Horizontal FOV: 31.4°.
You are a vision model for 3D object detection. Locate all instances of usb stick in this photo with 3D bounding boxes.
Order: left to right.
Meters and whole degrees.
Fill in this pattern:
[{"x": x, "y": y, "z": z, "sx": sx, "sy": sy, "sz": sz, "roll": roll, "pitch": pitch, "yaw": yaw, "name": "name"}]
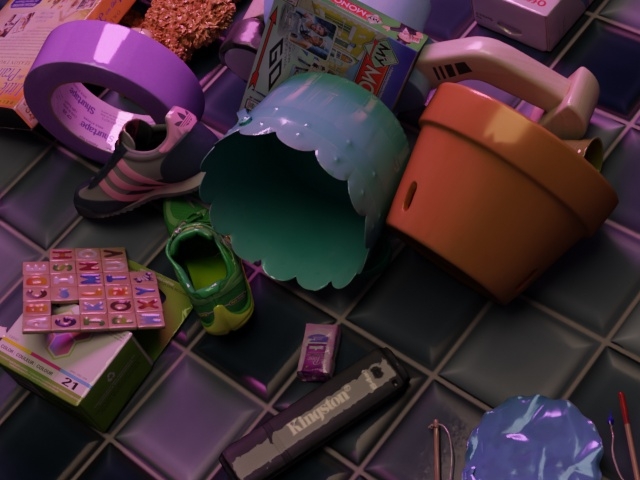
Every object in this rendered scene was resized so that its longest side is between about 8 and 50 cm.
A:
[{"x": -0.008, "y": 0.242, "z": 1.540, "sx": 0.278, "sy": 0.045, "sz": 0.077, "roll": -33, "pitch": 53, "yaw": -7, "name": "usb stick"}]

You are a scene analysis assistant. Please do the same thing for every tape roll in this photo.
[{"x": -0.327, "y": -0.225, "z": 1.812, "sx": 0.275, "sy": 0.275, "sz": 0.090, "roll": 6, "pitch": 59, "yaw": 20, "name": "tape roll"}]

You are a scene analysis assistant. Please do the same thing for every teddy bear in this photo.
[{"x": -0.256, "y": -0.401, "z": 2.015, "sx": 0.245, "sy": 0.113, "sz": 0.338, "roll": 33, "pitch": 71, "yaw": 34, "name": "teddy bear"}]

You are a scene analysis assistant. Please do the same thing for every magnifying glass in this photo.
[{"x": 0.000, "y": 0.000, "z": 1.719, "sx": 0.231, "sy": 0.026, "sz": 0.092, "roll": 16, "pitch": 62, "yaw": 24, "name": "magnifying glass"}]

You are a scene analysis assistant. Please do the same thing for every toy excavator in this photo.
[{"x": 0.136, "y": -0.274, "z": 1.719, "sx": 0.445, "sy": 0.433, "sz": 0.222, "roll": -6, "pitch": 50, "yaw": 48, "name": "toy excavator"}]

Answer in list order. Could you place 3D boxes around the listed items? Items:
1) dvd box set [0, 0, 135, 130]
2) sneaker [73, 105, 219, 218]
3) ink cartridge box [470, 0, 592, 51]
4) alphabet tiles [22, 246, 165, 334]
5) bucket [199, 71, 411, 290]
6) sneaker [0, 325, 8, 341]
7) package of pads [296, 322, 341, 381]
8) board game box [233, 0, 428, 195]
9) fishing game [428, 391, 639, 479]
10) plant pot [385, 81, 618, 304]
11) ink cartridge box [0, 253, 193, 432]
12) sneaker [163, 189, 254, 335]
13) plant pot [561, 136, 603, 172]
[{"x": -0.494, "y": -0.378, "z": 2.049, "sx": 0.308, "sy": 0.062, "sz": 0.420, "roll": 9, "pitch": 58, "yaw": 43, "name": "dvd box set"}, {"x": -0.288, "y": -0.127, "z": 1.772, "sx": 0.319, "sy": 0.131, "sz": 0.112, "roll": -16, "pitch": 31, "yaw": 34, "name": "sneaker"}, {"x": 0.366, "y": -0.429, "z": 1.858, "sx": 0.154, "sy": 0.093, "sz": 0.212, "roll": 30, "pitch": 71, "yaw": 31, "name": "ink cartridge box"}, {"x": -0.342, "y": 0.070, "z": 1.695, "sx": 0.198, "sy": 0.009, "sz": 0.237, "roll": -2, "pitch": 29, "yaw": -14, "name": "alphabet tiles"}, {"x": -0.016, "y": -0.089, "z": 1.604, "sx": 0.281, "sy": 0.281, "sz": 0.183, "roll": 14, "pitch": 46, "yaw": 24, "name": "bucket"}, {"x": -0.510, "y": 0.146, "z": 1.766, "sx": 0.109, "sy": 0.040, "sz": 0.044, "roll": 35, "pitch": 56, "yaw": 29, "name": "sneaker"}, {"x": -0.002, "y": 0.157, "z": 1.605, "sx": 0.050, "sy": 0.032, "sz": 0.083, "roll": -1, "pitch": 56, "yaw": 19, "name": "package of pads"}, {"x": 0.004, "y": -0.218, "z": 1.647, "sx": 0.213, "sy": 0.317, "sz": 0.046, "roll": 29, "pitch": 49, "yaw": 5, "name": "board game box"}, {"x": 0.269, "y": 0.284, "z": 1.434, "sx": 0.264, "sy": 0.041, "sz": 0.189, "roll": -15, "pitch": 53, "yaw": 17, "name": "fishing game"}, {"x": 0.225, "y": -0.048, "z": 1.545, "sx": 0.291, "sy": 0.291, "sz": 0.203, "roll": 33, "pitch": 88, "yaw": 32, "name": "plant pot"}, {"x": -0.329, "y": 0.126, "z": 1.684, "sx": 0.189, "sy": 0.097, "sz": 0.255, "roll": 22, "pitch": 66, "yaw": 29, "name": "ink cartridge box"}, {"x": -0.172, "y": 0.005, "z": 1.698, "sx": 0.109, "sy": 0.123, "sz": 0.295, "roll": -25, "pitch": 47, "yaw": -2, "name": "sneaker"}, {"x": 0.358, "y": -0.116, "z": 1.656, "sx": 0.079, "sy": 0.083, "sz": 0.083, "roll": 14, "pitch": 62, "yaw": 32, "name": "plant pot"}]
